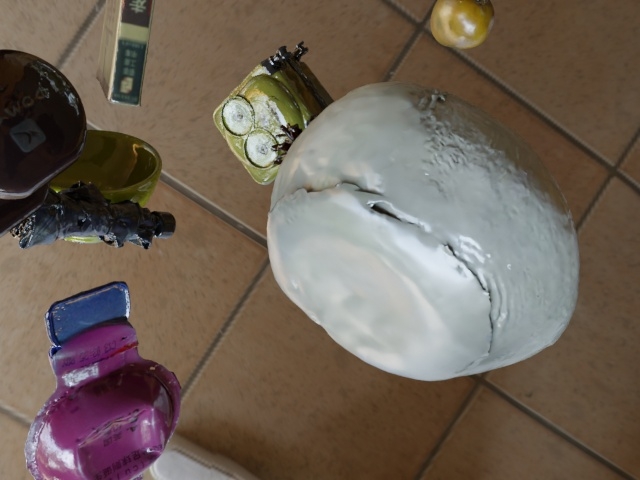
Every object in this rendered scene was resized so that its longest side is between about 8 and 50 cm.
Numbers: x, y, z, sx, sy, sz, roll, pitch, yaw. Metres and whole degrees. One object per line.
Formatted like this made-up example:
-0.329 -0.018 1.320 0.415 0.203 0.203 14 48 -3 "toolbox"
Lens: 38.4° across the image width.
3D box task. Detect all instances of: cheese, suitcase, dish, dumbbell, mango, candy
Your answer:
-0.197 0.144 0.830 0.155 0.062 0.244 -22 129 -29 "cheese"
-0.081 -0.232 1.740 0.235 0.143 0.194 -39 86 33 "suitcase"
-0.353 -0.068 1.264 0.262 0.221 0.108 5 116 -7 "dish"
-0.320 -0.086 0.907 0.140 0.225 0.124 -43 98 -28 "dumbbell"
0.252 -0.406 1.679 0.089 0.163 0.111 -11 110 -23 "mango"
0.093 -0.009 0.792 0.295 0.295 0.185 39 52 -13 "candy"

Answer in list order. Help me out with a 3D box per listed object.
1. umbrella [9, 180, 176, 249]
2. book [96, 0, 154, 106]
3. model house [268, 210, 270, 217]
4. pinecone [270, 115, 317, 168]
-0.274 -0.031 1.133 0.224 0.071 0.080 5 122 -49 "umbrella"
-0.117 -0.211 0.594 0.026 0.161 0.231 7 103 -17 "book"
0.000 0.000 1.042 0.100 0.088 0.100 -30 145 -27 "model house"
-0.006 -0.130 1.518 0.165 0.163 0.163 44 85 4 "pinecone"
